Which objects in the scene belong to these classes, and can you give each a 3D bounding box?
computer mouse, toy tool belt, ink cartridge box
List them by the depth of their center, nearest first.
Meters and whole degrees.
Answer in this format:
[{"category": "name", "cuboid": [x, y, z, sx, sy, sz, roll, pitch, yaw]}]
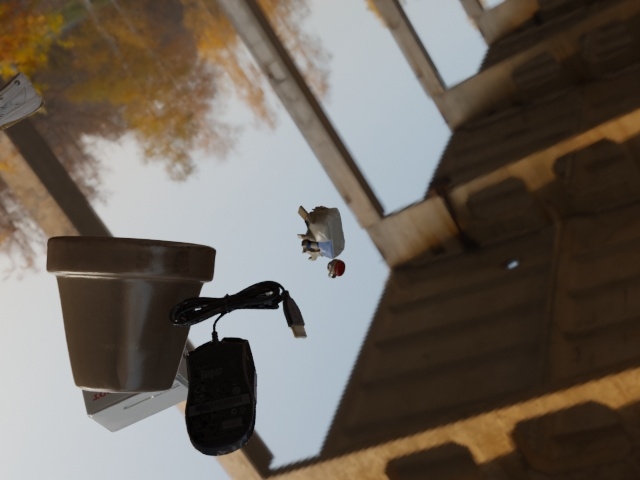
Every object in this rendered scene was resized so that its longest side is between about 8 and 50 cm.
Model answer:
[{"category": "toy tool belt", "cuboid": [0.000, 0.000, 1.091, 0.051, 0.083, 0.052, 10, -149, 34]}, {"category": "computer mouse", "cuboid": [-0.099, 0.174, 1.292, 0.184, 0.060, 0.262, -17, -131, 0]}, {"category": "ink cartridge box", "cuboid": [-0.378, 0.213, 1.882, 0.197, 0.114, 0.273, -24, -124, 4]}]

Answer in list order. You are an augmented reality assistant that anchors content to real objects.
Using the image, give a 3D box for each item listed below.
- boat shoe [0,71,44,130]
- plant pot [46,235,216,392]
[{"category": "boat shoe", "cuboid": [-0.676, -0.241, 1.842, 0.098, 0.096, 0.277, -1, -147, 48]}, {"category": "plant pot", "cuboid": [-0.295, 0.115, 1.463, 0.263, 0.229, 0.263, 2, 175, 0]}]
